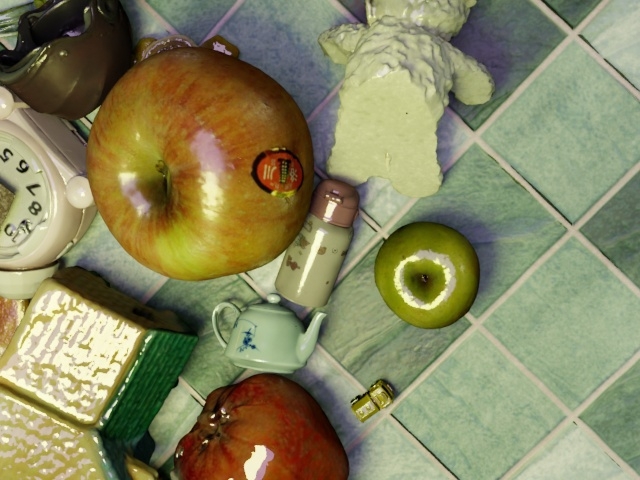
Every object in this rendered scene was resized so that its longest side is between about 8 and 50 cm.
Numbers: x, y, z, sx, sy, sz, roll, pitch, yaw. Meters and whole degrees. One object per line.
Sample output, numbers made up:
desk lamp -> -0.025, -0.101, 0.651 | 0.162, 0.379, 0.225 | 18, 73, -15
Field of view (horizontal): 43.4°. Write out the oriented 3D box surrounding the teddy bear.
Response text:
teddy bear -> 0.157, -0.334, 1.449 | 0.327, 0.375, 0.362 | 11, 56, 7

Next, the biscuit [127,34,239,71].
biscuit -> -0.272, -0.341, 1.539 | 0.183, 0.039, 0.174 | 35, 101, 2

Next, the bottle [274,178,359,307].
bottle -> 0.000, 0.000, 1.489 | 0.109, 0.110, 0.233 | 21, 105, 5

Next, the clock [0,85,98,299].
clock -> -0.588, -0.088, 1.544 | 0.326, 0.184, 0.342 | -44, 82, 13

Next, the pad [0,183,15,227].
pad -> -0.681, -0.086, 1.484 | 0.235, 0.003, 0.158 | 36, 107, 7

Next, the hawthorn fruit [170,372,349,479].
hawthorn fruit -> -0.102, 0.405, 1.482 | 0.308, 0.325, 0.309 | -14, 54, 20

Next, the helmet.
helmet -> -0.444, -0.348, 1.479 | 0.224, 0.305, 0.177 | 1, 141, 40

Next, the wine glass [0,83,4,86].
wine glass -> -0.712, -0.334, 1.566 | 0.182, 0.122, 0.122 | 24, 99, 2

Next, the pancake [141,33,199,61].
pancake -> -0.272, -0.317, 1.511 | 0.139, 0.022, 0.140 | 1, 98, 6

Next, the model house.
model house -> -0.419, 0.285, 1.506 | 0.342, 0.334, 0.382 | 27, 94, -6

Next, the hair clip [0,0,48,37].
hair clip -> -0.597, -0.430, 1.578 | 0.188, 0.033, 0.060 | -12, 96, 7

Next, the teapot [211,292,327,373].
teapot -> -0.101, 0.171, 1.520 | 0.231, 0.159, 0.159 | 6, 97, 20

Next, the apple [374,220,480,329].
apple -> 0.195, 0.059, 1.455 | 0.196, 0.157, 0.197 | 1, 96, 9

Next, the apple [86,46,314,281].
apple -> -0.195, -0.127, 1.398 | 0.400, 0.333, 0.401 | 8, 107, 27

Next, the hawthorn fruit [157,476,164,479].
hawthorn fruit -> -0.384, 0.575, 1.588 | 0.251, 0.199, 0.200 | -29, 91, 22

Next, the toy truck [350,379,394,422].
toy truck -> 0.101, 0.309, 1.546 | 0.083, 0.054, 0.049 | -38, 89, 9

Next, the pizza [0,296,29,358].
pizza -> -0.680, 0.166, 1.642 | 0.193, 0.053, 0.201 | 20, 93, 6
